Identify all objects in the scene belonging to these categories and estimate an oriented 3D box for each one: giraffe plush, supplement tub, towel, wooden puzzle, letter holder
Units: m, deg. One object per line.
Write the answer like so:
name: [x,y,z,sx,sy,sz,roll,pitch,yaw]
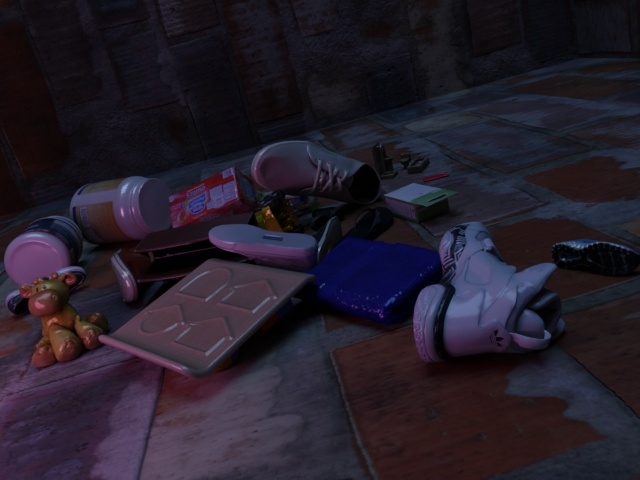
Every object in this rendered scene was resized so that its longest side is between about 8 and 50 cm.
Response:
giraffe plush: [-0.601,0.165,1.393,0.182,0.170,0.210,-24,21,-25]
supplement tub: [-0.874,0.034,1.942,0.191,0.191,0.272,-17,19,-5]
supplement tub: [-0.702,-0.107,2.161,0.317,0.228,0.228,-5,21,26]
towel: [0.102,0.084,1.262,0.228,0.076,0.308,-35,27,-31]
wooden puzzle: [-0.221,0.156,1.233,0.322,0.080,0.348,7,32,41]
letter holder: [-0.306,0.059,1.510,0.302,0.151,0.214,-11,21,11]

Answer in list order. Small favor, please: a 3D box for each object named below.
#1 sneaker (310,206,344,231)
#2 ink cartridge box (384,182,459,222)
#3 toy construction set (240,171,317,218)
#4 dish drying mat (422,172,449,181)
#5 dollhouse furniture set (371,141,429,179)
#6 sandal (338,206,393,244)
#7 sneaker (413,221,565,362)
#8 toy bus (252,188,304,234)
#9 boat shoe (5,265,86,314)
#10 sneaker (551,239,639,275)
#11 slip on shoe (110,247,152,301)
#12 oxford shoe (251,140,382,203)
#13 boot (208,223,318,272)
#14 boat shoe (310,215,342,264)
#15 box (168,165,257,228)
sneaker: [0.005,-0.065,1.789,0.089,0.051,0.170,2,20,41]
ink cartridge box: [0.277,-0.101,1.659,0.109,0.062,0.209,-22,20,-21]
toy construction set: [-0.144,-0.146,2.003,0.328,0.151,0.215,15,34,37]
dish drying mat: [0.376,-0.207,1.973,0.083,0.008,0.032,-13,20,3]
dollhouse furniture set: [0.282,-0.301,2.133,0.151,0.123,0.144,-5,21,27]
sandal: [0.127,-0.044,1.621,0.097,0.054,0.254,-5,21,27]
sneaker: [0.302,0.077,1.029,0.210,0.137,0.366,-4,27,29]
toy bus: [-0.169,-0.024,1.692,0.212,0.149,0.220,-27,14,13]
boat shoe: [-0.775,0.148,1.733,0.229,0.080,0.076,-22,37,-30]
sneaker: [0.520,0.019,1.135,0.073,0.063,0.162,-23,20,-32]
slip on shoe: [-0.511,0.081,1.664,0.101,0.122,0.331,-15,14,-13]
oxford shoe: [0.007,-0.195,1.811,0.450,0.169,0.130,8,14,-34]
boot: [-0.133,0.042,1.399,0.259,0.123,0.095,10,32,13]
boat shoe: [0.000,0.000,1.548,0.079,0.083,0.233,-6,23,23]
box: [-0.338,-0.111,1.914,0.257,0.128,0.123,-23,-28,19]
